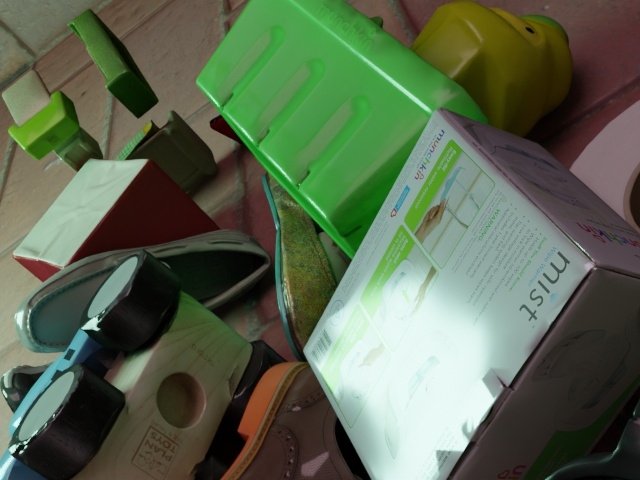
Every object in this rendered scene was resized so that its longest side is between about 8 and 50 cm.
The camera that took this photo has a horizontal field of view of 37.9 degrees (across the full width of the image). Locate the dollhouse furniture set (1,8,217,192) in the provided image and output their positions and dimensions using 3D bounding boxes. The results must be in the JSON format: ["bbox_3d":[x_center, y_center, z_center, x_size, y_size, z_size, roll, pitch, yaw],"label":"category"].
[{"bbox_3d":[-0.319,-0.165,1.430,0.198,0.301,0.151,-38,57,2],"label":"dollhouse furniture set"}]

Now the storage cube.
[{"bbox_3d":[-0.268,0.018,1.287,0.184,0.193,0.215,8,57,51],"label":"storage cube"}]

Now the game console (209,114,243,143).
[{"bbox_3d":[-0.092,-0.222,1.482,0.144,0.124,0.085,-24,63,27],"label":"game console"}]

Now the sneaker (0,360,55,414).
[{"bbox_3d":[-0.323,0.170,1.213,0.132,0.086,0.229,-32,1,-2],"label":"sneaker"}]

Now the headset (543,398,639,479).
[{"bbox_3d":[0.225,0.205,0.529,0.185,0.243,0.394,24,86,37],"label":"headset"}]

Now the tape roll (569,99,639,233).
[{"bbox_3d":[0.340,-0.022,0.764,0.286,0.100,0.286,-29,34,22],"label":"tape roll"}]

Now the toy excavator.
[{"bbox_3d":[-0.289,0.274,1.037,0.445,0.222,0.432,-26,32,48],"label":"toy excavator"}]

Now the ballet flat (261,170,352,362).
[{"bbox_3d":[0.000,0.000,1.103,0.123,0.123,0.348,-33,33,15],"label":"ballet flat"}]

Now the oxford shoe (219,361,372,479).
[{"bbox_3d":[-0.024,0.252,0.817,0.133,0.130,0.363,-11,44,31],"label":"oxford shoe"}]

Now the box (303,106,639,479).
[{"bbox_3d":[0.123,0.069,0.743,0.262,0.127,0.231,-63,35,22],"label":"box"}]

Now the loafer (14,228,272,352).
[{"bbox_3d":[-0.210,0.058,1.142,0.320,0.112,0.111,-22,15,-28],"label":"loafer"}]

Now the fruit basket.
[{"bbox_3d":[0.110,-0.163,1.000,0.392,0.283,0.392,-14,54,20],"label":"fruit basket"}]
